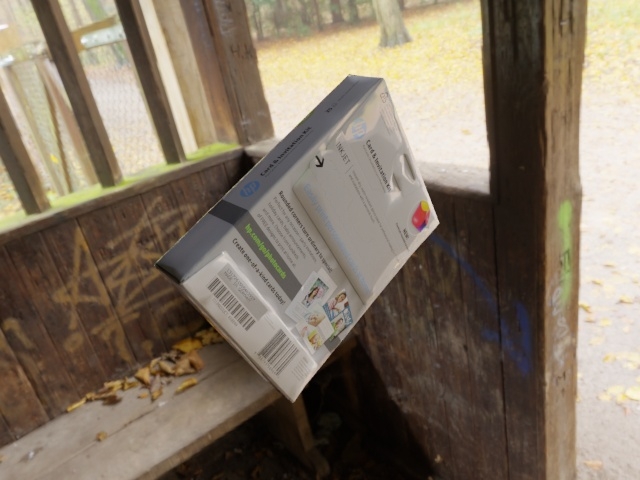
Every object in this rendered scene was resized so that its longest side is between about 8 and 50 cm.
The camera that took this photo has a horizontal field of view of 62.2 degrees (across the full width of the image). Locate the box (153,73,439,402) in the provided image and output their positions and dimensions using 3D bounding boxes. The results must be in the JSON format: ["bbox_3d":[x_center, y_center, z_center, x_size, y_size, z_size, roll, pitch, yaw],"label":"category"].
[{"bbox_3d":[0.000,0.000,0.372,0.038,0.145,0.186,25,66,44],"label":"box"}]
